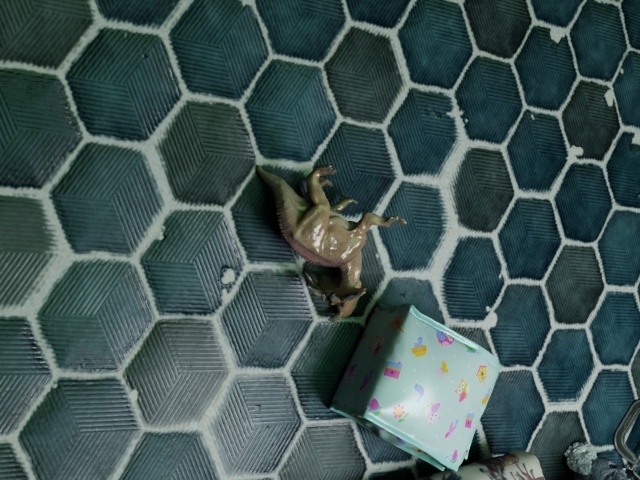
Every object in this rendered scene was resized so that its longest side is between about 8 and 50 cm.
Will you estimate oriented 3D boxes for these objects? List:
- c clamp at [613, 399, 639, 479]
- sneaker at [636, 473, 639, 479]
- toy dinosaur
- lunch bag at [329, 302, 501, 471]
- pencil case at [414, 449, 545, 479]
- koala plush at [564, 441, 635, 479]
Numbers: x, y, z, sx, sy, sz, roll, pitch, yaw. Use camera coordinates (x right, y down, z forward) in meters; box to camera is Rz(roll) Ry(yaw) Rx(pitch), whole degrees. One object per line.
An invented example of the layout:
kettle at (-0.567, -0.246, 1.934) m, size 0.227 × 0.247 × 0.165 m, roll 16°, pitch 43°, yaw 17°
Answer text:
c clamp at (0.710, 0.442, 2.003) m, size 0.137 × 0.022 × 0.161 m, roll 38°, pitch 70°, yaw -12°
sneaker at (0.757, 0.628, 2.001) m, size 0.147 × 0.129 × 0.330 m, roll 44°, pitch 72°, yaw -41°
toy dinosaur at (0.000, 0.000, 1.493) m, size 0.295 × 0.127 × 0.200 m, roll 36°, pitch 79°, yaw -22°
lunch bag at (0.182, 0.261, 1.590) m, size 0.262 × 0.160 × 0.223 m, roll 32°, pitch 73°, yaw -23°
pencil case at (0.227, 0.508, 1.620) m, size 0.410 × 0.160 × 0.184 m, roll -8°, pitch 113°, yaw -32°
koala plush at (0.572, 0.524, 1.836) m, size 0.196 × 0.203 × 0.221 m, roll 45°, pitch 26°, yaw -19°
